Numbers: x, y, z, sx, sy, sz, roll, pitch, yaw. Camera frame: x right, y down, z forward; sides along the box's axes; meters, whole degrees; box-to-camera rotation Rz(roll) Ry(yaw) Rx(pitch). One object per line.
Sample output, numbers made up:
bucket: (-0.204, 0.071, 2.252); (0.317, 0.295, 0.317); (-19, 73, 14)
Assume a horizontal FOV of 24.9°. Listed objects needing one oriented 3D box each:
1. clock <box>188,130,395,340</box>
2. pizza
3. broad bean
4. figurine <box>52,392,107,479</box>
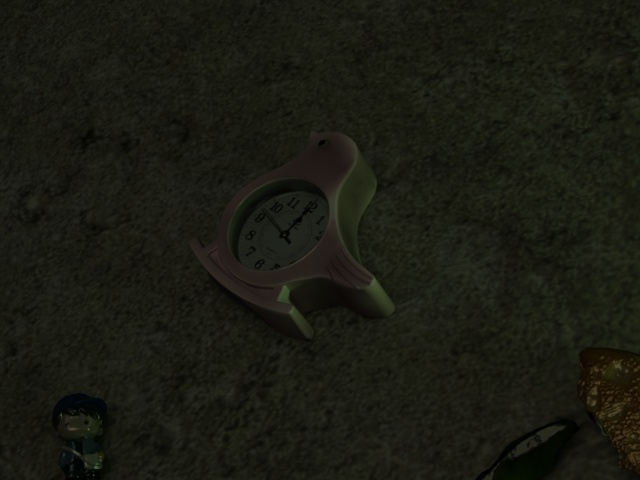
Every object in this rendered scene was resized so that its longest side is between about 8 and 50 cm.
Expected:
clock: (0.000, 0.000, 1.979); (0.275, 0.080, 0.290); (-46, 51, -9)
pizza: (0.377, 0.212, 1.660); (0.127, 0.058, 0.246); (-41, 51, -7)
broad bean: (0.221, 0.277, 1.698); (0.061, 0.046, 0.195); (37, 82, 27)
figurine: (-0.322, 0.273, 1.961); (0.077, 0.079, 0.136); (-6, 74, -5)
